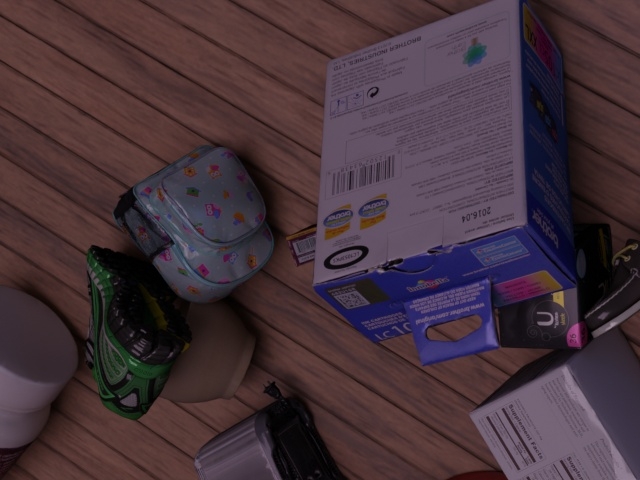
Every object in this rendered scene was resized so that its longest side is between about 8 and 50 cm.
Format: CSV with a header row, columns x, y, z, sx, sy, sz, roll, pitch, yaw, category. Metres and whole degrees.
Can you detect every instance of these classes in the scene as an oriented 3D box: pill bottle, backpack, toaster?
x,y,z,sx,sy,sz,roll,pitch,yaw,category
-0.536,0.260,2.171,0.224,0.224,0.392,46,116,9,pill bottle
-0.152,-0.018,1.956,0.144,0.166,0.188,-29,94,50,backpack
-0.071,0.319,2.022,0.146,0.129,0.227,-30,90,30,toaster

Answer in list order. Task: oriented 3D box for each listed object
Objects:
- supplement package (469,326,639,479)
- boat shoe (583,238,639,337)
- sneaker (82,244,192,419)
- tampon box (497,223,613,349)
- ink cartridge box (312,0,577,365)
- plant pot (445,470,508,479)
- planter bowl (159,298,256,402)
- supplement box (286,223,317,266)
x,y,z,sx,sy,sz,roll,pitch,yaw,category
0.334,0.259,1.775,0.145,0.204,0.262,-32,87,29,supplement package
0.379,0.023,1.716,0.228,0.081,0.068,-39,89,-18,boat shoe
-0.266,0.113,1.962,0.134,0.343,0.146,23,106,-17,sneaker
0.282,0.052,1.776,0.101,0.161,0.120,-1,102,25,tampon box
0.140,-0.057,1.702,0.270,0.151,0.395,-17,50,28,ink cartridge box
0.186,0.458,1.869,0.275,0.243,0.275,6,105,24,plant pot
-0.154,0.154,2.019,0.109,0.162,0.162,23,113,-9,planter bowl
0.000,0.000,1.939,0.055,0.083,0.043,-19,94,27,supplement box
